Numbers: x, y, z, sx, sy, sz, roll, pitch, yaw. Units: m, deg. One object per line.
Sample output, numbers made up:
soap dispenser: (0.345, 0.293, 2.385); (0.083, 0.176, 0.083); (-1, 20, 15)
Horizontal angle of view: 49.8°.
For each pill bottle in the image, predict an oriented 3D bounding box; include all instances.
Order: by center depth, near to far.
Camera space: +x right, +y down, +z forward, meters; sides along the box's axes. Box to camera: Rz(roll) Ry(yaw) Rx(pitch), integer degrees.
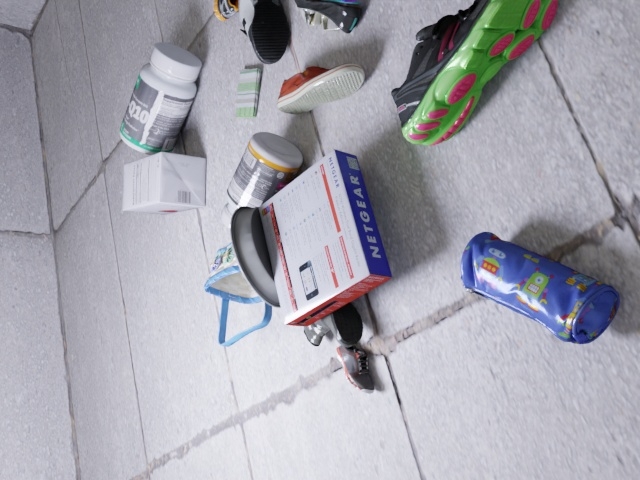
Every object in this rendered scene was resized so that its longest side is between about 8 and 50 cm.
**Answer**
pill bottle: (-0.174, -0.157, 1.975); (0.162, 0.162, 0.278); (54, 126, 38)
pill bottle: (-0.563, -0.499, 2.444); (0.204, 0.204, 0.361); (52, 124, 39)

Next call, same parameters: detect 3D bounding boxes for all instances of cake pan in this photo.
cake pan: (-0.132, 0.033, 1.832); (0.054, 0.293, 0.293); (-24, 66, 21)

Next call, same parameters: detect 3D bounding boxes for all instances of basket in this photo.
basket: (-0.214, 0.138, 1.959); (0.255, 0.201, 0.289); (-32, 53, 43)

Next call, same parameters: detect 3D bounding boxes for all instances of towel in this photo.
towel: (-0.227, -0.466, 2.182); (0.113, 0.023, 0.152); (14, 99, 52)

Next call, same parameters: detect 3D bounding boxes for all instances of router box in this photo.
router box: (0.000, 0.000, 1.679); (0.301, 0.082, 0.335); (-33, 61, 38)

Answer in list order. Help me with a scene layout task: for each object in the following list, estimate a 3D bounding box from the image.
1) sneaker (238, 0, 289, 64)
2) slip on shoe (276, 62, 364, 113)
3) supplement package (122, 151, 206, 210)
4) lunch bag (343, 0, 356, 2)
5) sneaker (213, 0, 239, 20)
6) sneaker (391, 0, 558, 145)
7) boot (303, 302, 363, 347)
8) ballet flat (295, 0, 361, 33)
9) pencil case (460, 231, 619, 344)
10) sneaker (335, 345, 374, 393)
sneaker: (-0.181, -0.663, 2.088); (0.146, 0.122, 0.330); (139, 124, -62)
slip on shoe: (-0.007, -0.422, 1.841); (0.331, 0.123, 0.101); (-7, 77, 55)
supplement package: (-0.551, -0.193, 2.417); (0.293, 0.177, 0.175); (-5, 83, 50)
lunch bag: (0.060, -0.823, 1.645); (0.385, 0.239, 0.328); (110, 142, -53)
sneaker: (-0.298, -0.833, 2.265); (0.083, 0.084, 0.215); (-3, 87, 37)
sneaker: (0.295, -0.416, 1.419); (0.483, 0.185, 0.202); (-49, 55, 34)
boot: (0.021, 0.218, 1.768); (0.161, 0.083, 0.246); (-63, 32, 30)
ballet flat: (0.001, -0.623, 1.868); (0.280, 0.095, 0.096); (39, 128, 45)
pencil case: (0.394, 0.088, 1.294); (0.306, 0.119, 0.133); (30, 85, 48)
sneaker: (0.091, 0.303, 1.690); (0.065, 0.061, 0.158); (-54, 49, 23)
